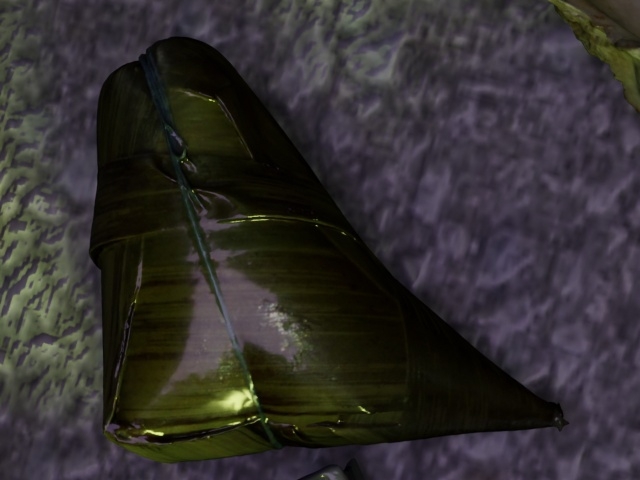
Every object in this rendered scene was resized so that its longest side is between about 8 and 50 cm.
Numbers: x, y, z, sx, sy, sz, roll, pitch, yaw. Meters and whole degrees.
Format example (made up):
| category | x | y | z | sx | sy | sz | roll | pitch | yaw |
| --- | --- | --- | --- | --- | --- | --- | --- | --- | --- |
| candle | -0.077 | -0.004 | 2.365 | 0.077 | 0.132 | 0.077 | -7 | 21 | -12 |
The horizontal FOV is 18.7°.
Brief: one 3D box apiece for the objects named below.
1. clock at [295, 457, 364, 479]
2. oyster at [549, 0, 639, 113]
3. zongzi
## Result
| category | x | y | z | sx | sy | sz | roll | pitch | yaw |
| --- | --- | --- | --- | --- | --- | --- | --- | --- | --- |
| clock | -0.056 | 0.247 | 1.016 | 0.253 | 0.083 | 0.186 | -27 | 80 | 11 |
| oyster | 0.168 | -0.134 | 0.981 | 0.161 | 0.107 | 0.233 | -34 | 64 | 3 |
| zongzi | 0.000 | 0.000 | 1.008 | 0.242 | 0.112 | 0.221 | -4 | 85 | 6 |
